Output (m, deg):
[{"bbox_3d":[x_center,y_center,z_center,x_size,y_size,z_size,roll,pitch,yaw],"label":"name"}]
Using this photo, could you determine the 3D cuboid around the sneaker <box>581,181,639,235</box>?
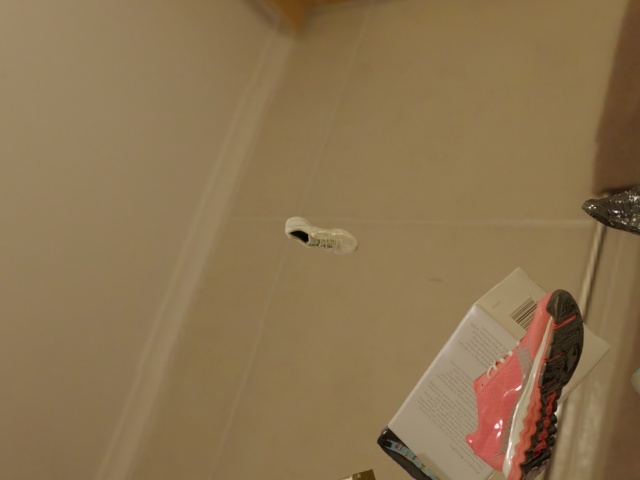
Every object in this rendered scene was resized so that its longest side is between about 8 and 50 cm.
[{"bbox_3d":[0.452,-0.054,1.286,0.051,0.170,0.089,32,-91,-32],"label":"sneaker"}]

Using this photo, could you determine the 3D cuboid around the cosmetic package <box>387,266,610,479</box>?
[{"bbox_3d":[0.333,0.292,1.786,0.161,0.230,0.453,-32,-22,-40],"label":"cosmetic package"}]

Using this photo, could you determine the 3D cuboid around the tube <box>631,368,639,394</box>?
[{"bbox_3d":[0.644,0.209,1.649,0.207,0.080,0.052,-30,-38,-27],"label":"tube"}]

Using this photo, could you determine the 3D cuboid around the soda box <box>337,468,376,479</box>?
[{"bbox_3d":[0.098,0.580,1.927,0.061,0.058,0.181,-4,-109,-40],"label":"soda box"}]

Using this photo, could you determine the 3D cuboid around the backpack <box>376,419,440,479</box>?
[{"bbox_3d":[0.244,0.483,2.189,0.158,0.173,0.117,-47,-8,4],"label":"backpack"}]

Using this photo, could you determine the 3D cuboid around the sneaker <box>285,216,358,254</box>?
[{"bbox_3d":[0.000,0.000,1.813,0.061,0.152,0.053,-76,2,-69],"label":"sneaker"}]

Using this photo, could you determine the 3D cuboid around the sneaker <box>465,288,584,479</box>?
[{"bbox_3d":[0.292,0.212,1.376,0.116,0.136,0.314,-8,-65,-50],"label":"sneaker"}]
